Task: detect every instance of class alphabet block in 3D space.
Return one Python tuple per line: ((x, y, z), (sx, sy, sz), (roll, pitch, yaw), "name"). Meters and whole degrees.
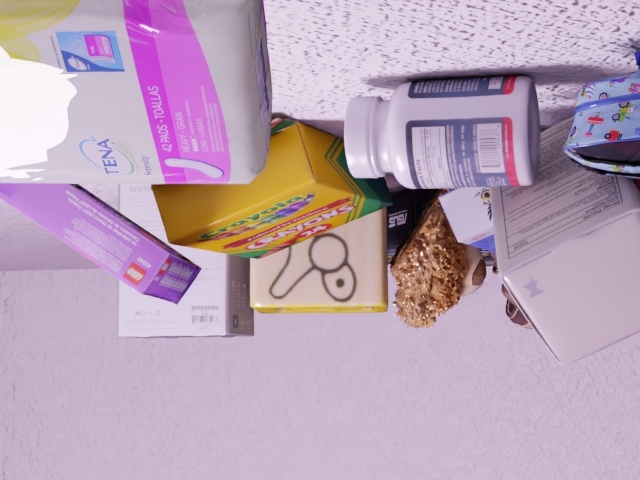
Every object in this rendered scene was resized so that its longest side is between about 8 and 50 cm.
((0.000, 0.000, 2.249), (0.192, 0.197, 0.193), (0, 175, 4), "alphabet block")

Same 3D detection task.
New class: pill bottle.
((0.120, -0.105, 1.590), (0.180, 0.108, 0.108), (-1, 175, 15), "pill bottle")

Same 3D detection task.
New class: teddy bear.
((0.170, 0.015, 2.211), (0.113, 0.245, 0.338), (32, 174, 0), "teddy bear")

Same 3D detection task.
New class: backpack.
((0.305, -0.113, 1.443), (0.173, 0.117, 0.158), (-2, 175, 19), "backpack")

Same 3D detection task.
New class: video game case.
((0.288, -0.062, 1.837), (0.244, 0.061, 0.269), (-26, 166, 18), "video game case")

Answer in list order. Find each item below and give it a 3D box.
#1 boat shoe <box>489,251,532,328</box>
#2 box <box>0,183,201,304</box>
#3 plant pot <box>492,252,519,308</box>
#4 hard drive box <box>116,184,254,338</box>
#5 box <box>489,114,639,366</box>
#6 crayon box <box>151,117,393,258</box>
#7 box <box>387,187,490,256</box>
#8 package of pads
((0.302, 0.008, 2.348), (0.123, 0.123, 0.342), (11, 147, -2), "boat shoe")
((-0.281, -0.035, 1.817), (0.293, 0.057, 0.201), (34, 179, 7), "box")
((0.293, -0.035, 2.079), (0.110, 0.237, 0.237), (41, 168, -6), "plant pot")
((-0.190, 0.022, 2.297), (0.181, 0.232, 0.089), (-2, 175, 24), "hard drive box")
((0.261, -0.011, 1.594), (0.148, 0.127, 0.232), (-27, -154, 18), "box")
((-0.063, -0.057, 1.951), (0.202, 0.081, 0.318), (-22, 167, 20), "crayon box")
((0.211, -0.019, 2.604), (0.318, 0.097, 0.395), (-1, 174, -21), "box")
((-0.182, -0.125, 1.067), (0.296, 0.101, 0.229), (1, 154, 2), "package of pads")
